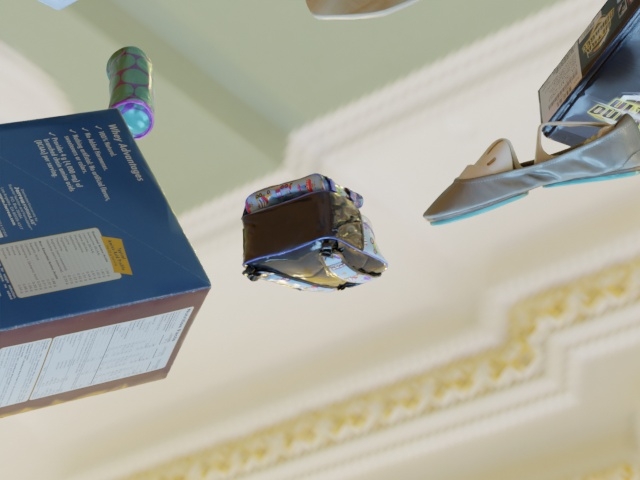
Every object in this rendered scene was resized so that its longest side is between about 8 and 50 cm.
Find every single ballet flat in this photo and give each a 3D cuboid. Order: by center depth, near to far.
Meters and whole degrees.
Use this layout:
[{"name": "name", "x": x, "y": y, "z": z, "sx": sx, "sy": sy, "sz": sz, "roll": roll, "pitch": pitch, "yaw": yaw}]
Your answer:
[{"name": "ballet flat", "x": 0.192, "y": -0.070, "z": 1.667, "sx": 0.213, "sy": 0.068, "sz": 0.072, "roll": -14, "pitch": -175, "yaw": 1}]

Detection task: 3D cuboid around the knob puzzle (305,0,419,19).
[{"name": "knob puzzle", "x": 0.059, "y": -0.298, "z": 1.873, "sx": 0.213, "sy": 0.030, "sz": 0.213, "roll": -9, "pitch": -119, "yaw": 17}]

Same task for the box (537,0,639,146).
[{"name": "box", "x": 0.405, "y": -0.169, "z": 1.723, "sx": 0.293, "sy": 0.295, "sz": 0.073, "roll": -53, "pitch": -154, "yaw": 43}]

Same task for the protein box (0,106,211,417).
[{"name": "protein box", "x": -0.232, "y": 0.018, "z": 1.481, "sx": 0.200, "sy": 0.201, "sz": 0.136, "roll": 60, "pitch": -38, "yaw": 27}]

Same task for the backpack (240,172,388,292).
[{"name": "backpack", "x": 0.000, "y": 0.000, "z": 2.338, "sx": 0.158, "sy": 0.173, "sz": 0.117, "roll": -18, "pitch": -115, "yaw": 32}]

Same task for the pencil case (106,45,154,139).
[{"name": "pencil case", "x": -0.253, "y": -0.195, "z": 2.419, "sx": 0.151, "sy": 0.064, "sz": 0.070, "roll": -99, "pitch": -148, "yaw": -55}]

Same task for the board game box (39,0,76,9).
[{"name": "board game box", "x": -0.052, "y": -0.319, "z": 1.007, "sx": 0.318, "sy": 0.066, "sz": 0.318, "roll": -16, "pitch": -125, "yaw": 48}]
